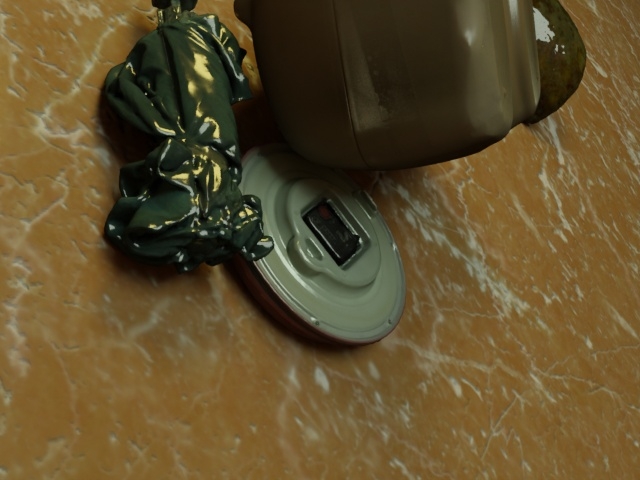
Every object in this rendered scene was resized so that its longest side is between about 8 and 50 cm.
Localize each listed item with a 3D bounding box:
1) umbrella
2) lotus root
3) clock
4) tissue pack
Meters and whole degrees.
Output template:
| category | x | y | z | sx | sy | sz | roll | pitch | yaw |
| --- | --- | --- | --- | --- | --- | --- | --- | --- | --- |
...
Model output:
| category | x | y | z | sx | sy | sz | roll | pitch | yaw |
| --- | --- | --- | --- | --- | --- | --- | --- | --- | --- |
| umbrella | -0.132 | -0.124 | 0.801 | 0.143 | 0.094 | 0.349 | 12 | 52 | -34 |
| lotus root | 0.337 | -0.376 | 1.467 | 0.314 | 0.142 | 0.210 | 44 | 39 | -11 |
| clock | 0.001 | -0.001 | 0.883 | 0.244 | 0.056 | 0.244 | 27 | 46 | -31 |
| tissue pack | 0.089 | -0.218 | 0.942 | 0.387 | 0.276 | 0.268 | -34 | 115 | -63 |
